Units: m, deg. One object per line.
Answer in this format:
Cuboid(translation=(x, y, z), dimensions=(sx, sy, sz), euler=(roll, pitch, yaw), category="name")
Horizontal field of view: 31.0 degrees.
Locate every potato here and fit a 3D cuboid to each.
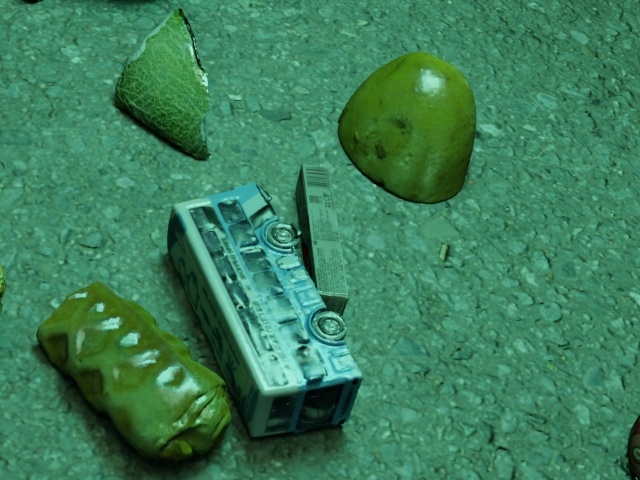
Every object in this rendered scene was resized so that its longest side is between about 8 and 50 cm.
Cuboid(translation=(0.131, -0.177, 1.552), dimensions=(0.178, 0.158, 0.203), euler=(-4, 47, -22), category="potato")

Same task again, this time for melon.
Cuboid(translation=(-0.204, -0.196, 1.527), dimensions=(0.139, 0.093, 0.203), euler=(-12, 80, 7), category="melon")

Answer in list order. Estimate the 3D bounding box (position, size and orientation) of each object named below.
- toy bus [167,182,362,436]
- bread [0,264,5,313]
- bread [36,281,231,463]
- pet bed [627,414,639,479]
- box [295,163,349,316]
Cuboid(translation=(-0.067, 0.074, 1.299), dimensions=(0.131, 0.106, 0.297), euler=(-11, 52, -23), category="toy bus")
Cuboid(translation=(-0.462, 0.058, 1.171), dimensions=(0.260, 0.147, 0.160), euler=(-5, 41, -29), category="bread")
Cuboid(translation=(-0.190, 0.134, 1.224), dimensions=(0.128, 0.088, 0.232), euler=(-22, 53, -41), category="bread")
Cuboid(translation=(0.446, 0.256, 1.324), dimensions=(0.201, 0.053, 0.201), euler=(9, 42, -8), category="pet bed")
Cuboid(translation=(0.000, 0.000, 1.416), dimensions=(0.039, 0.055, 0.218), euler=(4, 48, -12), category="box")
